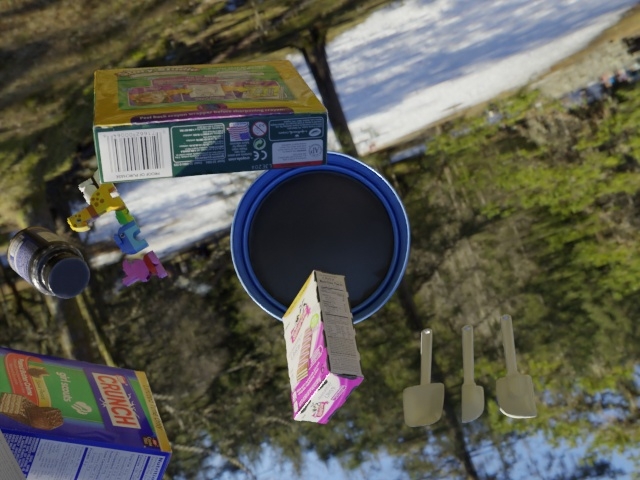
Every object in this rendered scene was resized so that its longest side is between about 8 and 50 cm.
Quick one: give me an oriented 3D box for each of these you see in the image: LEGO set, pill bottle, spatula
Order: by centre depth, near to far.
[{"bbox_3d":[0.200,0.173,1.067,0.168,0.019,0.242,-12,-156,14],"label":"spatula"},{"bbox_3d":[-0.359,-0.022,1.297,0.093,0.227,0.087,-31,165,-10],"label":"LEGO set"},{"bbox_3d":[-0.601,0.051,1.722,0.123,0.123,0.219,-18,-153,-36],"label":"pill bottle"}]

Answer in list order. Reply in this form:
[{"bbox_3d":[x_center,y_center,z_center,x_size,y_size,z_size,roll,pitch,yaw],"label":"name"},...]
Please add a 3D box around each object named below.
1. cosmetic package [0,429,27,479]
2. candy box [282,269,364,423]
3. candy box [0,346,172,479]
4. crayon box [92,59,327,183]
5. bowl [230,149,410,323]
[{"bbox_3d":[-0.401,0.371,0.870,0.138,0.224,0.224,-18,-157,-4],"label":"cosmetic package"},{"bbox_3d":[-0.001,0.194,1.431,0.071,0.233,0.159,13,133,-22],"label":"candy box"},{"bbox_3d":[-0.431,0.301,1.277,0.317,0.122,0.268,18,-169,-29],"label":"candy box"},{"bbox_3d":[-0.199,-0.216,1.335,0.363,0.106,0.313,-6,-152,-12],"label":"crayon box"},{"bbox_3d":[0.000,0.000,1.707,0.391,0.391,0.077,-20,174,-1],"label":"bowl"}]
